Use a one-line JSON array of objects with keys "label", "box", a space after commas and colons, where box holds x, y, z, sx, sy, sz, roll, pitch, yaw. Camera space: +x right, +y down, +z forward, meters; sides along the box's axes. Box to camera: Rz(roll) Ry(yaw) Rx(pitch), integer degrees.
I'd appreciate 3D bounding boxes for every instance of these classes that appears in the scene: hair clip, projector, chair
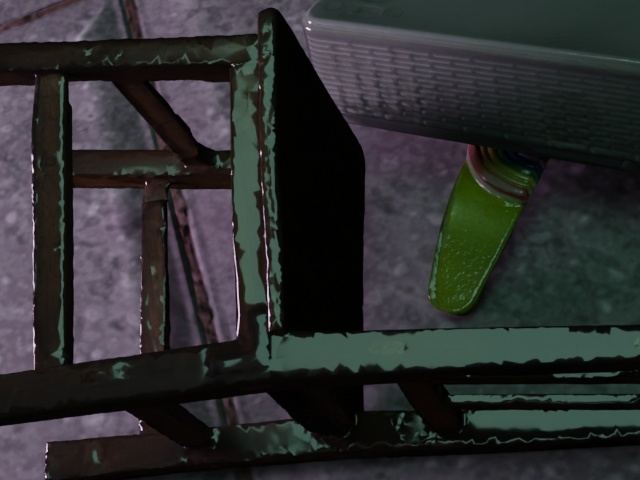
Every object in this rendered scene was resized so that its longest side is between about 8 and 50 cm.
[{"label": "hair clip", "box": [0.115, -0.033, 1.009, 0.060, 0.033, 0.188, 13, 60, 26]}, {"label": "projector", "box": [0.144, -0.142, 1.016, 0.257, 0.099, 0.192, 11, 45, 28]}, {"label": "chair", "box": [0.000, 0.000, 0.899, 0.416, 0.203, 0.240, -7, 66, 14]}]
